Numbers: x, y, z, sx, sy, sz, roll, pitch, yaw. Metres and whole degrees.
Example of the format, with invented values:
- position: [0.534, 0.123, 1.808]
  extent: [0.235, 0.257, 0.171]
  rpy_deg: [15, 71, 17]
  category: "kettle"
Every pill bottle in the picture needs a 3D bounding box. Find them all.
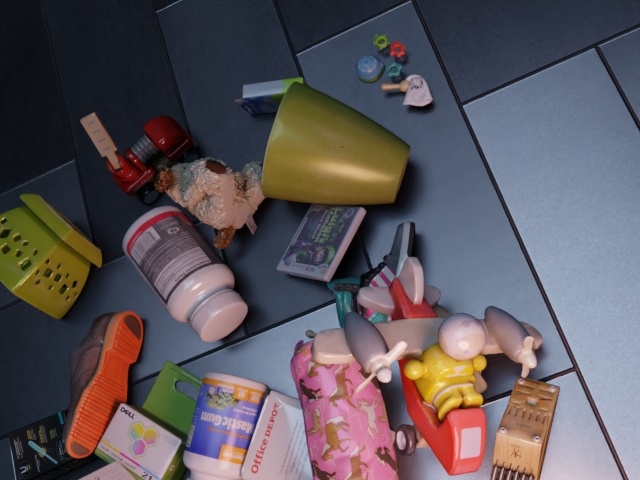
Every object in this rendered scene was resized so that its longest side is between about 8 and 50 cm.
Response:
- position: [-0.214, 0.435, 1.820]
  extent: [0.152, 0.152, 0.272]
  rpy_deg: [7, 75, 21]
  category: "pill bottle"
- position: [-0.314, 0.082, 1.956]
  extent: [0.176, 0.176, 0.318]
  rpy_deg: [-43, 65, 2]
  category: "pill bottle"

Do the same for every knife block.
- position: [0.398, 0.443, 1.660]
  extent: [0.088, 0.242, 0.275]
  rpy_deg: [12, 32, 21]
  category: "knife block"

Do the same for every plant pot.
- position: [-0.699, 0.030, 2.084]
  extent: [0.227, 0.228, 0.207]
  rpy_deg: [38, 80, 25]
  category: "plant pot"
- position: [0.048, -0.193, 1.898]
  extent: [0.294, 0.275, 0.274]
  rpy_deg: [16, 78, 7]
  category: "plant pot"

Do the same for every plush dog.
- position: [-0.274, -0.117, 2.000]
  extent: [0.225, 0.262, 0.210]
  rpy_deg: [29, 108, 31]
  category: "plush dog"

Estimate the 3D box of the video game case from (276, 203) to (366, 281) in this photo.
- position: [0.000, 0.000, 1.906]
  extent: [0.173, 0.022, 0.190]
  rpy_deg: [8, 63, 47]
  category: "video game case"

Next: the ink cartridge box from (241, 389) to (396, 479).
- position: [-0.003, 0.456, 1.762]
  extent: [0.273, 0.115, 0.198]
  rpy_deg: [14, 77, 22]
  category: "ink cartridge box"

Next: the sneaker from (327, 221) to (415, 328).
- position: [0.108, 0.089, 1.847]
  extent: [0.178, 0.124, 0.295]
  rpy_deg: [11, 78, 12]
  category: "sneaker"

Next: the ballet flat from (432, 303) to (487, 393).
- position: [0.284, 0.221, 1.771]
  extent: [0.086, 0.086, 0.248]
  rpy_deg: [-25, 68, 10]
  category: "ballet flat"

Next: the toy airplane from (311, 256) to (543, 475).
- position: [0.222, 0.196, 1.586]
  extent: [0.384, 0.272, 0.386]
  rpy_deg: [39, 54, 2]
  category: "toy airplane"

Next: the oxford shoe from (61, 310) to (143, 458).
- position: [-0.538, 0.339, 1.968]
  extent: [0.133, 0.130, 0.363]
  rpy_deg: [-3, 53, 28]
  category: "oxford shoe"

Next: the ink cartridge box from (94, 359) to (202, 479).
- position: [-0.369, 0.420, 1.909]
  extent: [0.189, 0.097, 0.255]
  rpy_deg: [24, 83, 24]
  category: "ink cartridge box"

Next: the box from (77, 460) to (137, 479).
- position: [-0.410, 0.679, 1.755]
  extent: [0.345, 0.168, 0.215]
  rpy_deg: [36, 119, 25]
  category: "box"

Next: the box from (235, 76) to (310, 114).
- position: [-0.111, -0.357, 2.067]
  extent: [0.178, 0.109, 0.042]
  rpy_deg: [-4, 76, 18]
  category: "box"

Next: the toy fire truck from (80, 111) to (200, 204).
- position: [-0.457, -0.238, 2.069]
  extent: [0.217, 0.246, 0.158]
  rpy_deg: [-42, 65, 2]
  category: "toy fire truck"

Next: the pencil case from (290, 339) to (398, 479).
- position: [0.046, 0.378, 1.626]
  extent: [0.160, 0.167, 0.386]
  rpy_deg: [-29, 62, 39]
  category: "pencil case"

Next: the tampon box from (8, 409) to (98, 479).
- position: [-0.634, 0.492, 1.972]
  extent: [0.161, 0.101, 0.120]
  rpy_deg: [-26, 67, 10]
  category: "tampon box"

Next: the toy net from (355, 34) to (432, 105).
- position: [0.193, -0.402, 2.017]
  extent: [0.232, 0.045, 0.122]
  rpy_deg: [41, 87, 24]
  category: "toy net"

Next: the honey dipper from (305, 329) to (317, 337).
- position: [0.038, 0.229, 1.873]
  extent: [0.161, 0.030, 0.030]
  rpy_deg: [15, 78, 26]
  category: "honey dipper"
